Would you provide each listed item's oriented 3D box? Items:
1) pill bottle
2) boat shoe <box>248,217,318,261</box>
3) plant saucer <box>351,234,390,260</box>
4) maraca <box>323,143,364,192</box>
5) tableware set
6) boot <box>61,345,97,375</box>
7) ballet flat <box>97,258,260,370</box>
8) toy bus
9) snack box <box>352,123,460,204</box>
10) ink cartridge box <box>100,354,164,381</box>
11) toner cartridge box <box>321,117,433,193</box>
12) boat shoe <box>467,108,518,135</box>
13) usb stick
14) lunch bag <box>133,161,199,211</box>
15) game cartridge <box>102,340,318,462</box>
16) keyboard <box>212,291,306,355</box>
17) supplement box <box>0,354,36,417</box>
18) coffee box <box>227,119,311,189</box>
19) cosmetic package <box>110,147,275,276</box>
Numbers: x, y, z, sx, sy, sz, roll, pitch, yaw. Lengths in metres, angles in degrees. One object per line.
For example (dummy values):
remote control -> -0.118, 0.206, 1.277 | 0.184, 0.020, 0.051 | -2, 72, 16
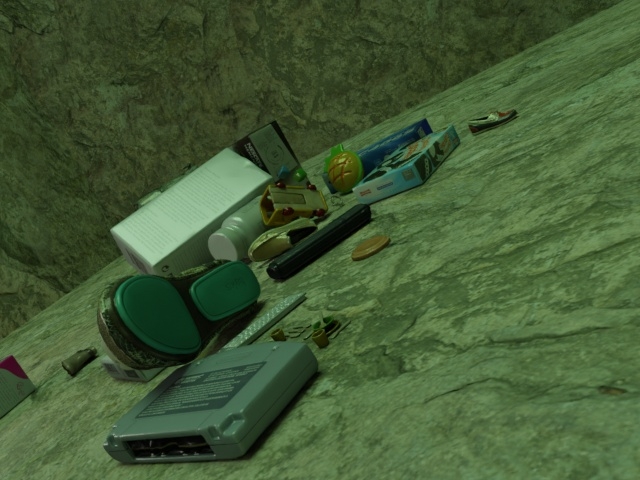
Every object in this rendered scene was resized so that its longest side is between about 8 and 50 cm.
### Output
pill bottle -> -0.204, -0.025, 1.820 | 0.131, 0.131, 0.229 | -19, 15, 41
boat shoe -> -0.093, -0.001, 1.640 | 0.190, 0.068, 0.072 | -32, 24, -15
plant saucer -> 0.096, 0.012, 1.257 | 0.084, 0.013, 0.083 | -28, 13, 7
maraca -> 0.068, -0.222, 1.991 | 0.127, 0.099, 0.185 | -55, 44, 18
tableware set -> -0.034, 0.145, 0.980 | 0.104, 0.024, 0.154 | -38, 15, -36
boot -> -0.602, 0.297, 1.626 | 0.087, 0.042, 0.118 | -32, 12, -26
ballet flat -> -0.263, 0.138, 1.120 | 0.182, 0.164, 0.483 | -31, -4, 17
toy bus -> -0.068, -0.090, 1.799 | 0.104, 0.202, 0.191 | -54, 0, 44
snack box -> 0.234, -0.203, 1.719 | 0.187, 0.060, 0.322 | -20, 15, 37
ink cartridge box -> -0.317, 0.200, 1.340 | 0.232, 0.066, 0.189 | -42, 17, -34
toner cartridge box -> 0.185, -0.269, 2.074 | 0.348, 0.075, 0.165 | -23, 12, 27
boat shoe -> 0.463, -0.327, 1.748 | 0.137, 0.043, 0.049 | -18, 14, 37
usb stick -> 0.000, 0.000, 1.452 | 0.278, 0.045, 0.077 | -35, 14, -23
lunch bag -> -0.437, -0.076, 2.181 | 0.256, 0.305, 0.213 | -38, 13, -15
game cartridge -> -0.146, 0.216, 0.880 | 0.294, 0.060, 0.196 | -18, 19, 41
keyboard -> -0.129, 0.165, 1.140 | 0.256, 0.014, 0.072 | -36, 14, -32
supplement box -> -0.833, 0.394, 1.586 | 0.114, 0.111, 0.220 | -23, 13, 30
coffee box -> -0.149, -0.215, 2.084 | 0.119, 0.297, 0.168 | -36, 14, -29
cosmetic package -> -0.365, -0.063, 1.956 | 0.453, 0.161, 0.230 | -40, 55, -23
